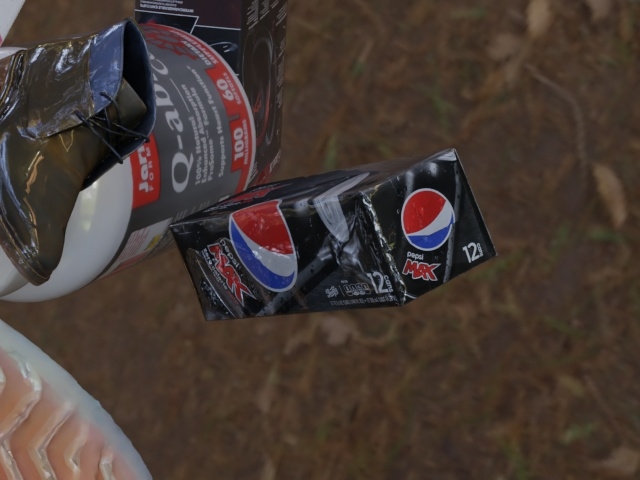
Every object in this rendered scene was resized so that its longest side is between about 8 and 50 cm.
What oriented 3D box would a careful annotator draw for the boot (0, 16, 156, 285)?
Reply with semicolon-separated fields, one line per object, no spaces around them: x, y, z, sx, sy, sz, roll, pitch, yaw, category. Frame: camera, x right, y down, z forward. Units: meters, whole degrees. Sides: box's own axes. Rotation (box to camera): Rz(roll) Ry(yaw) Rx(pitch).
-0.164;-0.069;1.133;0.106;0.082;0.219;-25;43;13;boot

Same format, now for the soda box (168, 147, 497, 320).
0.000;0.000;0.788;0.169;0.060;0.053;-9;104;56;soda box

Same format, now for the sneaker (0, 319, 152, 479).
-0.182;0.053;0.437;0.121;0.302;0.108;-18;55;48;sneaker

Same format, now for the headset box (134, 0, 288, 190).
-0.107;-0.153;1.711;0.218;0.110;0.293;-61;-24;-66;headset box

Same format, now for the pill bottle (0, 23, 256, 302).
-0.217;-0.065;1.442;0.210;0.363;0.210;5;104;22;pill bottle

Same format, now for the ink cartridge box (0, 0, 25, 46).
-0.281;-0.152;0.915;0.283;0.117;0.207;23;86;46;ink cartridge box
